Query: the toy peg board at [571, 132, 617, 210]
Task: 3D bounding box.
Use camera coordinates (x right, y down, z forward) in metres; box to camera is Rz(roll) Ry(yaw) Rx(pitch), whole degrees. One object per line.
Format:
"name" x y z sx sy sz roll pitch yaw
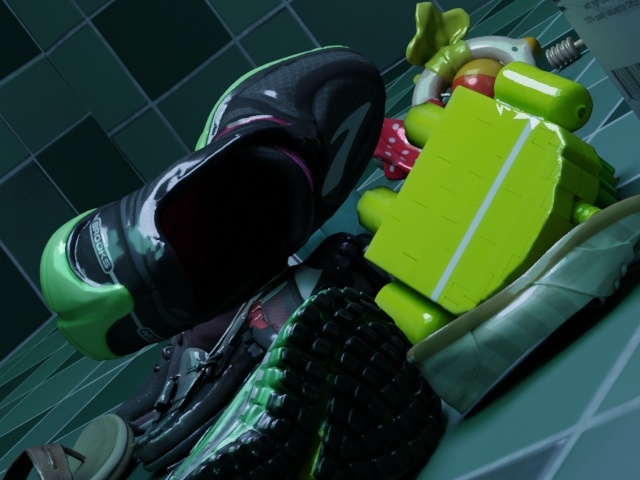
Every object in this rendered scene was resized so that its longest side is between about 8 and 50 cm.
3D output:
"toy peg board" 0.185 -0.025 1.586 0.160 0.079 0.161 -51 3 17

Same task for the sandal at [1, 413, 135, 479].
"sandal" -0.289 0.261 1.899 0.120 0.086 0.303 -32 9 36

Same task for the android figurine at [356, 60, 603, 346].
"android figurine" 0.130 -0.025 1.473 0.248 0.056 0.273 -62 33 1

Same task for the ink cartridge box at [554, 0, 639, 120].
"ink cartridge box" 0.271 -0.205 1.388 0.121 0.289 0.211 -39 8 -12

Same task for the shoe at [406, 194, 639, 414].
"shoe" 0.163 0.043 1.306 0.219 0.058 0.076 -34 -13 -11

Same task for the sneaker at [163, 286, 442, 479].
"sneaker" -0.039 0.152 1.250 0.146 0.134 0.343 -35 5 43

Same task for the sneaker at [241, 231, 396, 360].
"sneaker" 0.009 0.059 1.718 0.135 0.097 0.276 -37 6 15

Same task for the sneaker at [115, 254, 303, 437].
"sneaker" -0.142 0.081 2.029 0.281 0.162 0.106 -36 8 3

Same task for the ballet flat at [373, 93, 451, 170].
"ballet flat" 0.139 -0.141 2.447 0.213 0.072 0.068 -31 14 36

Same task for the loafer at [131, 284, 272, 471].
"loafer" -0.109 0.128 1.888 0.267 0.084 0.096 -42 9 -36

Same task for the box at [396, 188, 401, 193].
"box" 0.081 -0.033 2.249 0.083 0.018 0.067 -39 7 -12

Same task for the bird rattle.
"bird rattle" 0.167 -0.180 2.267 0.207 0.143 0.253 -4 44 30

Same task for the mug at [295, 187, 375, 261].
"mug" -0.004 0.002 2.130 0.129 0.097 0.158 -31 10 37

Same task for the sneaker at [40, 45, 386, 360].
"sneaker" -0.055 -0.039 1.768 0.202 0.185 0.483 -11 25 41

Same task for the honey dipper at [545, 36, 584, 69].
"honey dipper" 0.364 -0.269 2.369 0.161 0.030 0.030 -28 11 27
